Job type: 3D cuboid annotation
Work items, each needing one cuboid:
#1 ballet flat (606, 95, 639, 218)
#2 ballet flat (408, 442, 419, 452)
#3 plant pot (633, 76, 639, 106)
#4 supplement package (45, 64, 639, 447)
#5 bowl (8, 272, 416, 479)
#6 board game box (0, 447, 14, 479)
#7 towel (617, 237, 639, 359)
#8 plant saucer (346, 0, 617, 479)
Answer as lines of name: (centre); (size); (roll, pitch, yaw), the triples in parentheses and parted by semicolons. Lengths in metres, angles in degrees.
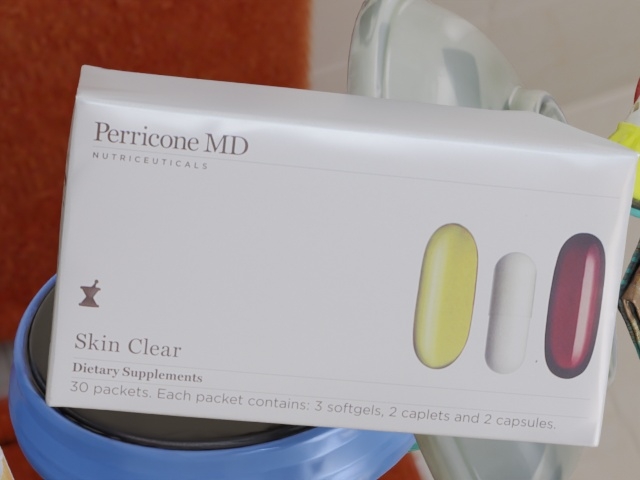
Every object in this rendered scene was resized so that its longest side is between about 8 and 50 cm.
ballet flat: (0.205, -0.059, 0.987); (0.231, 0.077, 0.077); (-19, 128, -73)
ballet flat: (0.054, 0.169, 1.599); (0.087, 0.247, 0.083); (-114, -168, -49)
plant pot: (0.419, -0.132, 1.701); (0.174, 0.191, 0.191); (-8, 78, -69)
supplement package: (0.000, 0.000, 0.853); (0.204, 0.261, 0.145); (-126, -138, -78)
bowl: (-0.087, 0.098, 1.512); (0.391, 0.391, 0.077); (-125, -154, -52)
board game box: (-0.329, 0.117, 1.305); (0.390, 0.050, 0.390); (-16, 84, -82)
towel: (0.432, 0.055, 1.944); (0.040, 0.271, 0.370); (12, -27, 31)
plant saucer: (0.132, 0.009, 1.162); (0.400, 0.100, 0.401); (-12, 90, -73)
